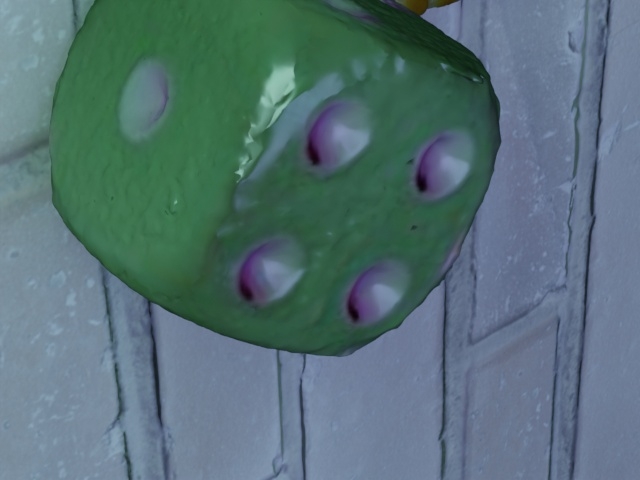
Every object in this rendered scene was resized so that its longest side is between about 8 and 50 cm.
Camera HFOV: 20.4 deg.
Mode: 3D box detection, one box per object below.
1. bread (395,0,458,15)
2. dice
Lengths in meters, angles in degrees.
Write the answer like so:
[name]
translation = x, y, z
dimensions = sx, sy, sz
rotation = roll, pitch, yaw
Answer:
[bread]
translation = 0.120, -0.364, 1.866
dimensions = 0.239, 0.111, 0.246
rotation = -21, 130, -32
[dice]
translation = -0.044, -0.098, 1.701
dimensions = 0.330, 0.318, 0.322
rotation = 12, 111, -43
